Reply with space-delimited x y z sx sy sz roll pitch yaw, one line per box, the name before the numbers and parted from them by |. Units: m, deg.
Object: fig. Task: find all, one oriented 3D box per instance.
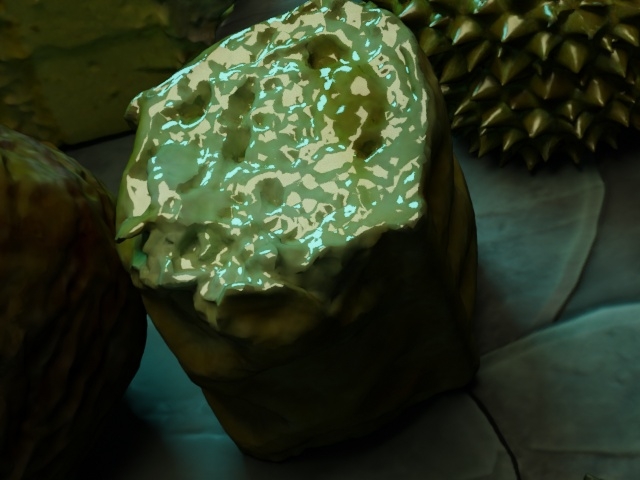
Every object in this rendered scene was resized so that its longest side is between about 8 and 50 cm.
fig | -0.230 0.119 0.942 0.286 0.286 0.369 -13 79 5

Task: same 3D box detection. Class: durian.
durian | 0.131 -0.157 1.108 0.306 0.172 0.166 6 46 39

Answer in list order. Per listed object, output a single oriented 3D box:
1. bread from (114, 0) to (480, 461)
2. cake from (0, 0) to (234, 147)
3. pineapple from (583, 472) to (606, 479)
bread | -0.005 0.003 0.947 0.196 0.252 0.239 -1 53 10
cake | -0.199 -0.224 1.220 0.286 0.222 0.227 -14 48 3
pineapple | 0.212 0.165 0.853 0.159 0.074 0.074 7 51 30
